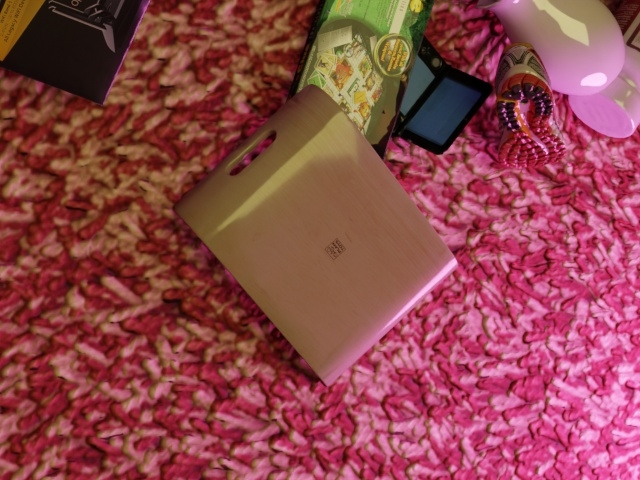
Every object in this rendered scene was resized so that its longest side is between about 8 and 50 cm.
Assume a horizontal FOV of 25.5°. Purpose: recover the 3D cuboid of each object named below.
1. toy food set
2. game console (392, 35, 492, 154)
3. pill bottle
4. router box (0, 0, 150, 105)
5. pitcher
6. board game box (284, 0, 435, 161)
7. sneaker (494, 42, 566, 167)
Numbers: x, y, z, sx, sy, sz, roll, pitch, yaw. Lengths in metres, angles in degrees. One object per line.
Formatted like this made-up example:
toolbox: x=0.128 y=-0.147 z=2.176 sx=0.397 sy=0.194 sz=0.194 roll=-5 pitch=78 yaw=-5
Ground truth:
toy food set: x=0.000 y=0.000 z=1.671 sx=0.220 sy=0.092 sz=0.306 roll=-42 pitch=114 yaw=-6
game console: x=0.133 y=-0.184 z=1.748 sx=0.107 sy=0.071 sz=0.122 roll=48 pitch=69 yaw=-27
pill bottle: x=0.431 y=-0.253 z=1.905 sx=0.121 sy=0.121 sz=0.221 roll=45 pitch=71 yaw=-27
router box: x=-0.270 y=-0.319 z=1.401 sx=0.243 sy=0.081 sz=0.309 roll=20 pitch=105 yaw=-29
pitcher: x=0.290 y=-0.293 z=1.803 sx=0.207 sy=0.125 sz=0.178 roll=37 pitch=37 yaw=-26
board game box: x=0.052 y=-0.236 z=1.700 sx=0.136 sy=0.030 sz=0.260 roll=21 pitch=83 yaw=-16
sneaker: x=0.263 y=-0.165 z=1.782 sx=0.088 sy=0.225 sz=0.093 roll=-4 pitch=61 yaw=6
